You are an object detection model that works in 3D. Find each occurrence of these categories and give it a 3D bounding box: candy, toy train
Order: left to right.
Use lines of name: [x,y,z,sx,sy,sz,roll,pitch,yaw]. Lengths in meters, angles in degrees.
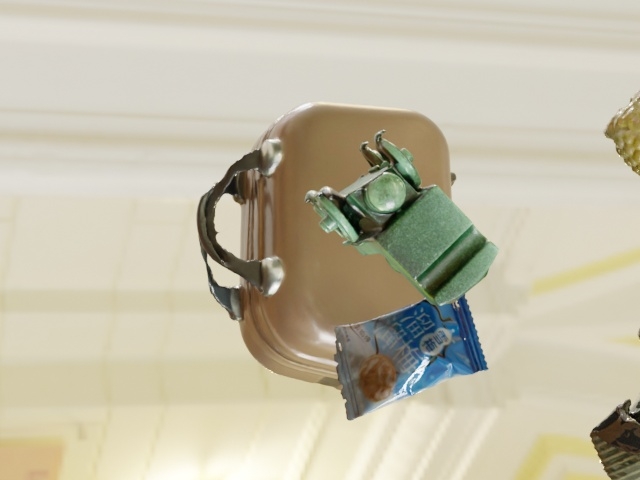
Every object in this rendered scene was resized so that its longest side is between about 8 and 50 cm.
toy train: [0.059,-0.011,1.190,0.132,0.083,0.200,46,-1,-2]
candy: [0.074,0.097,1.352,0.038,0.136,0.088,29,42,-65]

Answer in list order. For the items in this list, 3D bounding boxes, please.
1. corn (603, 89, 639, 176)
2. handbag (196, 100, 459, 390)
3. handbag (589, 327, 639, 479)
corn: [0.335,-0.010,1.135,0.288,0.086,0.086,40,-35,8]
handbag: [0.000,0.000,1.602,0.149,0.283,0.301,-37,-132,57]
handbag: [0.423,0.154,1.378,0.341,0.240,0.247,-38,-174,38]
